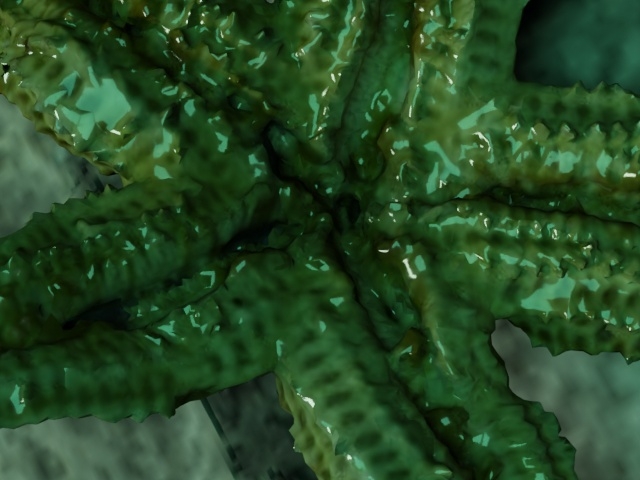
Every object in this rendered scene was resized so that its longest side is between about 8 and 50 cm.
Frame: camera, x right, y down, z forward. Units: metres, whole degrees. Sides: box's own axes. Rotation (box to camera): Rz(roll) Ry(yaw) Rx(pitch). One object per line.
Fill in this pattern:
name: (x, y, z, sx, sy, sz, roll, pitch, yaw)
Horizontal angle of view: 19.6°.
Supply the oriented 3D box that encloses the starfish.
starfish: (0.000, 0.002, 0.435, 0.347, 0.078, 0.358, -14, 80, -8)
